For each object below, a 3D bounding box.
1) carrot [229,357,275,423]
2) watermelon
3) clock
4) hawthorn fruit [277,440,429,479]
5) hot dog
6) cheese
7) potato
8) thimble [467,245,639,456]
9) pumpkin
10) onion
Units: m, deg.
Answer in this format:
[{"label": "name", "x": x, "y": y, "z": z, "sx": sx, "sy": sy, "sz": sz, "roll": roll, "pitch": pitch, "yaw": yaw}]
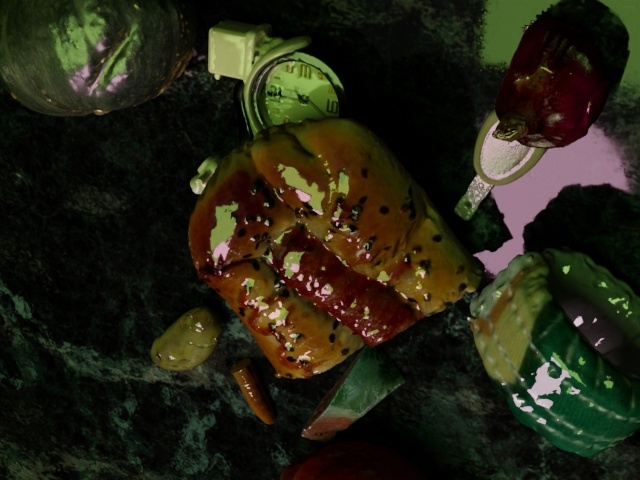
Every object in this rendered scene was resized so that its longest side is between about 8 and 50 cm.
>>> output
[{"label": "carrot", "x": -0.125, "y": 0.295, "z": 1.824, "sx": 0.048, "sy": 0.048, "sz": 0.139, "roll": -14, "pitch": 108, "yaw": 35}, {"label": "watermelon", "x": 0.036, "y": 0.299, "z": 1.693, "sx": 0.094, "sy": 0.154, "sz": 0.241, "roll": 43, "pitch": 141, "yaw": 4}, {"label": "clock", "x": -0.073, "y": -0.146, "z": 1.522, "sx": 0.276, "sy": 0.120, "sz": 0.379, "roll": 17, "pitch": 118, "yaw": 15}, {"label": "hawthorn fruit", "x": 0.080, "y": 0.558, "z": 1.662, "sx": 0.402, "sy": 0.403, "sz": 0.403, "roll": 14, "pitch": 121, "yaw": 24}, {"label": "hot dog", "x": 0.000, "y": 0.000, "z": 1.417, "sx": 0.367, "sy": 0.196, "sz": 0.365, "roll": -29, "pitch": 112, "yaw": 14}, {"label": "cheese", "x": 0.252, "y": -0.103, "z": 1.399, "sx": 0.097, "sy": 0.037, "sz": 0.192, "roll": 37, "pitch": 128, "yaw": 10}, {"label": "potato", "x": -0.249, "y": 0.186, "z": 1.816, "sx": 0.105, "sy": 0.085, "sz": 0.188, "roll": 18, "pitch": 135, "yaw": -27}, {"label": "thimble", "x": 0.350, "y": 0.148, "z": 1.337, "sx": 0.288, "sy": 0.254, "sz": 0.167, "roll": 42, "pitch": 127, "yaw": 7}, {"label": "pumpkin", "x": -0.338, "y": -0.327, "z": 1.472, "sx": 0.327, "sy": 0.291, "sz": 0.257, "roll": -6, "pitch": 103, "yaw": 23}, {"label": "onion", "x": 0.296, "y": -0.180, "z": 1.235, "sx": 0.135, "sy": 0.198, "sz": 0.173, "roll": 17, "pitch": 140, "yaw": 15}]
